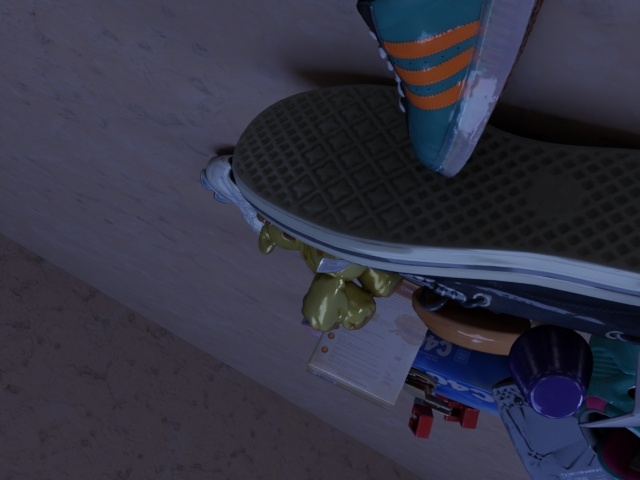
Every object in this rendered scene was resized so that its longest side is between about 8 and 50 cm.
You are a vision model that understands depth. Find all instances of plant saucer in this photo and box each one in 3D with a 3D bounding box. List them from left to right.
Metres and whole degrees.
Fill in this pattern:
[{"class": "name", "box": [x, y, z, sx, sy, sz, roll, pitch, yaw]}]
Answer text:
[{"class": "plant saucer", "box": [0.212, 0.099, 1.070, 0.200, 0.037, 0.200, 7, -167, -2]}]

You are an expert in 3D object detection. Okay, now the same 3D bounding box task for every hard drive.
[{"class": "hard drive", "box": [0.390, 0.310, 1.330, 0.172, 0.054, 0.254, -22, 101, 35]}]

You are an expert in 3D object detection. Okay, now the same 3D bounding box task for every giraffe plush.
[{"class": "giraffe plush", "box": [0.000, 0.000, 1.104, 0.170, 0.181, 0.210, 41, -177, 32]}]

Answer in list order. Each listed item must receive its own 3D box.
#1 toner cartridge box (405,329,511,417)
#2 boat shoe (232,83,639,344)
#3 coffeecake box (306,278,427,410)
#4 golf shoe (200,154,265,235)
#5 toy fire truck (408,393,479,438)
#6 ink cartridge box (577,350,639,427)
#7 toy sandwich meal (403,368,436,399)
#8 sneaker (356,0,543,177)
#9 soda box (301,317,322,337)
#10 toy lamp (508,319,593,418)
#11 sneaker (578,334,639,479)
[{"class": "toner cartridge box", "box": [0.277, 0.243, 1.507, 0.348, 0.075, 0.165, 17, 161, 26]}, {"class": "boat shoe", "box": [0.147, -0.017, 0.778, 0.501, 0.186, 0.156, 14, 153, 21]}, {"class": "coffeecake box", "box": [0.082, 0.143, 1.314, 0.142, 0.185, 0.068, 25, 162, 5]}, {"class": "golf shoe", "box": [-0.080, -0.057, 1.178, 0.176, 0.069, 0.086, 32, 156, -21]}, {"class": "toy fire truck", "box": [0.228, 0.310, 1.616, 0.135, 0.047, 0.192, 8, -163, -6]}, {"class": "ink cartridge box", "box": [0.425, 0.110, 0.694, 0.304, 0.072, 0.307, 5, 165, -24]}, {"class": "toy sandwich meal", "box": [0.167, 0.253, 1.514, 0.086, 0.029, 0.085, 24, 162, 8]}, {"class": "sneaker", "box": [0.086, -0.157, 0.601, 0.121, 0.108, 0.302, 24, 154, 9]}, {"class": "soda box", "box": [0.056, 0.171, 1.643, 0.183, 0.058, 0.063, 14, 159, 36]}, {"class": "toy lamp", "box": [0.223, 0.084, 0.859, 0.080, 0.080, 0.274, 27, -158, -1]}, {"class": "sneaker", "box": [0.437, 0.235, 1.082, 0.296, 0.178, 0.124, 32, 162, -18]}]
